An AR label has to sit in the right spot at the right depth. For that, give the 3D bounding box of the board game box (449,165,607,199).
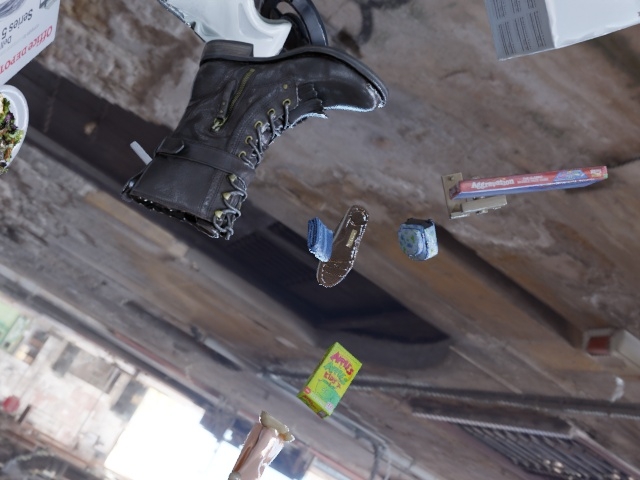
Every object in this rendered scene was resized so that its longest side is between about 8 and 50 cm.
[{"bbox_3d":[0.407,-0.114,1.520,0.145,0.281,0.027,44,41,-88],"label":"board game box"}]

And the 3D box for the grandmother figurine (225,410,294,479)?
[{"bbox_3d":[-0.185,0.545,1.642,0.104,0.208,0.342,22,-115,31],"label":"grandmother figurine"}]

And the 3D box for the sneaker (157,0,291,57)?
[{"bbox_3d":[-0.190,-0.426,1.274,0.146,0.330,0.122,-45,-153,14],"label":"sneaker"}]

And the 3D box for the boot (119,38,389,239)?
[{"bbox_3d":[-0.072,-0.104,0.848,0.091,0.262,0.229,56,50,-59],"label":"boot"}]

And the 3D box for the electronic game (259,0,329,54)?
[{"bbox_3d":[-0.060,-0.456,1.674,0.048,0.229,0.229,-33,-176,-26],"label":"electronic game"}]

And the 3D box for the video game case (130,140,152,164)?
[{"bbox_3d":[-0.376,-0.152,1.807,0.019,0.143,0.157,-42,-124,-6],"label":"video game case"}]

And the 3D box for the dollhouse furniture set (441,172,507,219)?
[{"bbox_3d":[0.408,-0.136,2.038,0.144,0.123,0.151,-11,175,6],"label":"dollhouse furniture set"}]

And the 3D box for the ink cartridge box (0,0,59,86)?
[{"bbox_3d":[-0.394,-0.344,0.915,0.198,0.114,0.273,-76,-172,-53],"label":"ink cartridge box"}]

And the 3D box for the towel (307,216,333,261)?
[{"bbox_3d":[0.000,0.000,1.503,0.119,0.029,0.067,48,43,-72],"label":"towel"}]

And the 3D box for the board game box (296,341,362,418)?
[{"bbox_3d":[0.024,0.359,1.963,0.181,0.092,0.043,-52,-175,-40],"label":"board game box"}]

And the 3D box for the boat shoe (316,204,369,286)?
[{"bbox_3d":[0.065,0.017,2.246,0.258,0.095,0.095,-60,-167,-1],"label":"boat shoe"}]

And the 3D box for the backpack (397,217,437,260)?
[{"bbox_3d":[0.278,0.002,2.186,0.084,0.114,0.105,-27,-160,-32],"label":"backpack"}]

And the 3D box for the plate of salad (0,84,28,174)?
[{"bbox_3d":[-0.629,-0.204,1.481,0.200,0.048,0.200,23,90,-80],"label":"plate of salad"}]

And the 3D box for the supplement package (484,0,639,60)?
[{"bbox_3d":[0.441,-0.436,1.398,0.194,0.149,0.203,-19,-169,-12],"label":"supplement package"}]
